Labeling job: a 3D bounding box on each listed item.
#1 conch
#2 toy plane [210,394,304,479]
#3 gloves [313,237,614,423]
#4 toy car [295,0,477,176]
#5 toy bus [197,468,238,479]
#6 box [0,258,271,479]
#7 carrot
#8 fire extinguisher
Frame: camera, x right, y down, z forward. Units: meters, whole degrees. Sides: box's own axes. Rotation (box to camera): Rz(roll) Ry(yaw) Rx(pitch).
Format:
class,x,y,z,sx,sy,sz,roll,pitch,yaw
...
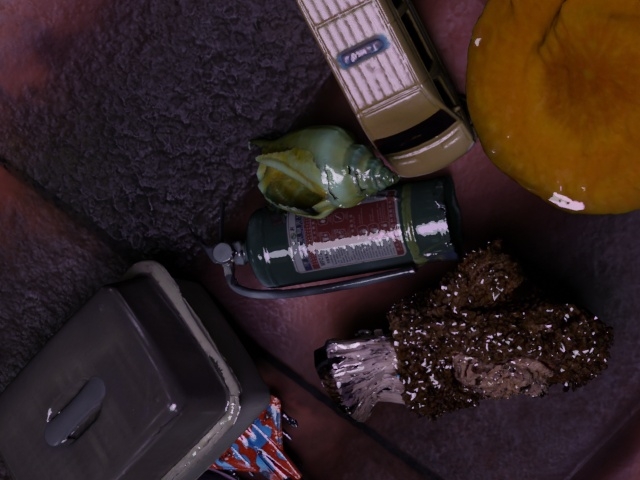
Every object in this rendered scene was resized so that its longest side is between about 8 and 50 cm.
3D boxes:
class,x,y,z,sx,sy,sz,roll,pitch,yaw
conch,-0.004,-0.070,1.438,0.200,0.079,0.095,-8,74,48
toy plane,-0.057,0.249,1.628,0.189,0.061,0.130,40,112,-12
gloves,0.148,0.107,1.468,0.312,0.135,0.210,-8,144,11
toy car,0.063,-0.175,1.400,0.101,0.124,0.257,-24,105,19
toy bus,-0.182,0.425,1.697,0.138,0.097,0.343,30,115,15
box,-0.213,0.181,1.536,0.290,0.166,0.220,-46,66,22
carrot,0.260,-0.149,1.289,0.241,0.340,0.242,2,98,19
fire extinguisher,0.000,0.000,1.498,0.294,0.093,0.118,-10,78,13
